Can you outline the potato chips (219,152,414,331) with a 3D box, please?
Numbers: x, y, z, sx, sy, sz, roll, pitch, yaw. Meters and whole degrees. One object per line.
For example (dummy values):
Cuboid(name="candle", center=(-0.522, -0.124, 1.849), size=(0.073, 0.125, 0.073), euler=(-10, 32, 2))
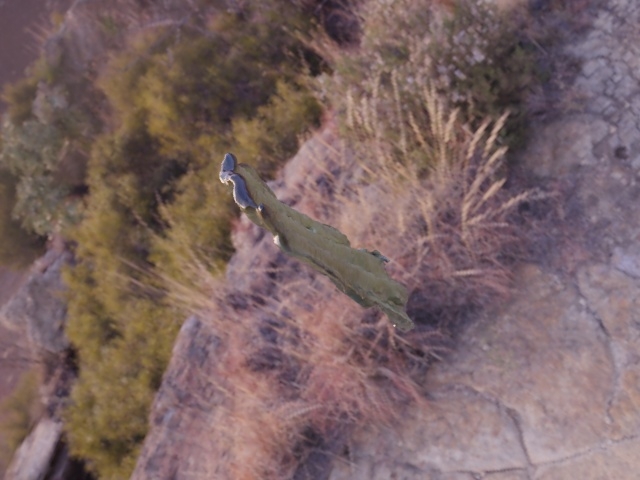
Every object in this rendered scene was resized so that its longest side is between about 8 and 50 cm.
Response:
Cuboid(name="potato chips", center=(0.001, 0.000, 0.579), size=(0.028, 0.207, 0.092), euler=(-43, 52, 11))
